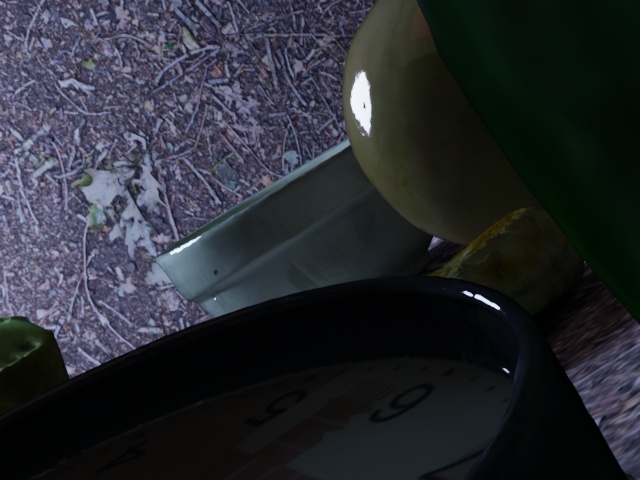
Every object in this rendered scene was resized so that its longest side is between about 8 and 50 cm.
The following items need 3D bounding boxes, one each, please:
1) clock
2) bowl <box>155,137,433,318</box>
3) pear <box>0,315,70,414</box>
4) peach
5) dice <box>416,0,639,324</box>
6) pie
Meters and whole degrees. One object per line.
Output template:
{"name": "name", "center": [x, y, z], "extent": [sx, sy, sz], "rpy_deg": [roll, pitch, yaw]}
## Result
{"name": "clock", "center": [-0.080, 0.131, 0.547], "extent": [0.386, 0.076, 0.386], "rpy_deg": [-24, 13, 6]}
{"name": "bowl", "center": [0.000, 0.000, 1.643], "extent": [0.307, 0.163, 0.307], "rpy_deg": [-33, 3, 2]}
{"name": "pear", "center": [-0.331, 0.213, 1.421], "extent": [0.318, 0.239, 0.342], "rpy_deg": [-13, 12, 45]}
{"name": "peach", "center": [0.155, -0.130, 1.245], "extent": [0.292, 0.247, 0.292], "rpy_deg": [-35, 26, 19]}
{"name": "dice", "center": [0.201, -0.124, 0.337], "extent": [0.297, 0.300, 0.287], "rpy_deg": [-34, 6, -24]}
{"name": "pie", "center": [0.037, 0.077, 1.027], "extent": [0.302, 0.067, 0.302], "rpy_deg": [-34, 1, 1]}
